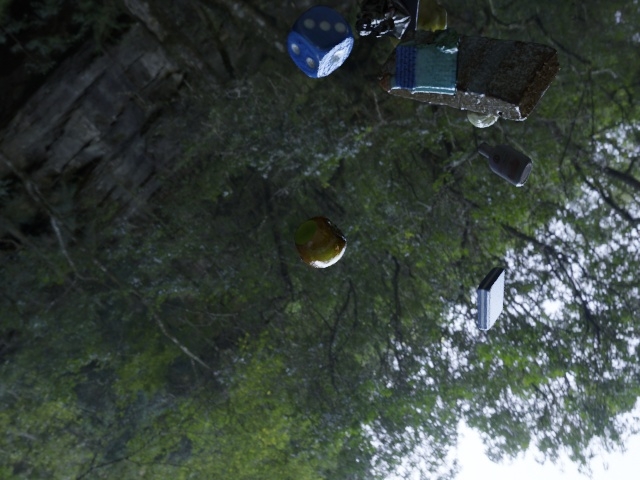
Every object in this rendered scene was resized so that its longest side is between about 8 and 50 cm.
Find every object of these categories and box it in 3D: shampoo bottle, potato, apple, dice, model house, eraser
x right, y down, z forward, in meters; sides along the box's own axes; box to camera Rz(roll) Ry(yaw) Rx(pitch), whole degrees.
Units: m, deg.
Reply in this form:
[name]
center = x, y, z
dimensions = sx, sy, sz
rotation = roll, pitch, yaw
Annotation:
[shampoo bottle]
center = 0.476, -0.210, 1.447
dimensions = 0.040, 0.080, 0.165
rotation = -9, -144, -28
[potato]
center = 0.323, -0.698, 1.825
dimensions = 0.200, 0.154, 0.137
rotation = -24, -125, 50
[apple]
center = 0.004, 0.003, 1.763
dimensions = 0.147, 0.146, 0.163
rotation = -34, -139, 28
[dice]
center = -0.003, -0.560, 1.570
dimensions = 0.146, 0.143, 0.146
rotation = 44, -110, 5
[model house]
center = 0.185, -0.336, 1.054
dimensions = 0.148, 0.120, 0.148
rotation = -3, -152, 8
[eraser]
center = 0.449, 0.156, 1.462
dimensions = 0.036, 0.225, 0.082
rotation = 29, -115, 33

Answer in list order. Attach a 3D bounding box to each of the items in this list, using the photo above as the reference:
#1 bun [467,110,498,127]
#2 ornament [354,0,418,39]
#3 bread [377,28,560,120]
[bun]
center = 0.424, -0.333, 1.430
dimensions = 0.086, 0.086, 0.055
rotation = -31, -162, 7
[ornament]
center = 0.153, -0.598, 1.530
dimensions = 0.166, 0.153, 0.196
rotation = 23, -129, 22
[bread]
center = 0.343, -0.408, 1.345
dimensions = 0.416, 0.113, 0.165
rotation = 26, -100, 41
